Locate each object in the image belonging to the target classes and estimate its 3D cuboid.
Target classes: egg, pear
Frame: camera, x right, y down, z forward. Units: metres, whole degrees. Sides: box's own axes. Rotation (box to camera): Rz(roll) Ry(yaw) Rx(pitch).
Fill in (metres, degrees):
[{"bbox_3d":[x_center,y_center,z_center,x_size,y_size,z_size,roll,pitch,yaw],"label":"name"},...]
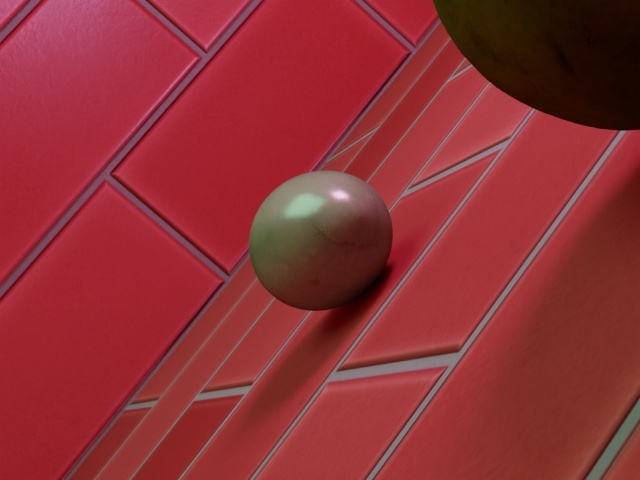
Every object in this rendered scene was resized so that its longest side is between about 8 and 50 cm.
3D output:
[{"bbox_3d":[0.000,0.000,1.801,0.186,0.186,0.253,-54,7,-32],"label":"egg"},{"bbox_3d":[0.250,-0.252,1.058,0.352,0.352,0.413,-52,20,-23],"label":"pear"}]
